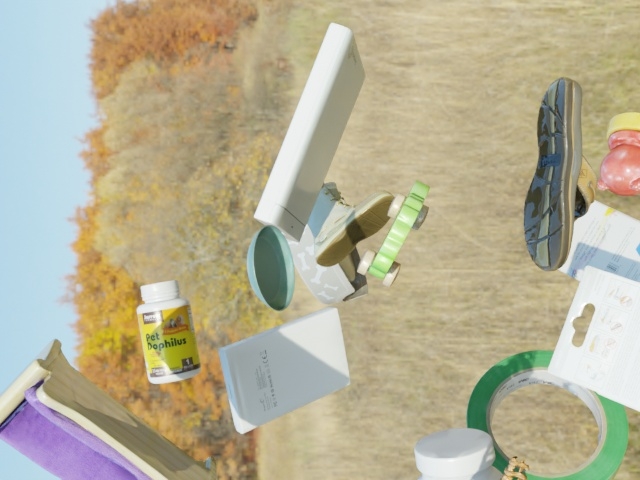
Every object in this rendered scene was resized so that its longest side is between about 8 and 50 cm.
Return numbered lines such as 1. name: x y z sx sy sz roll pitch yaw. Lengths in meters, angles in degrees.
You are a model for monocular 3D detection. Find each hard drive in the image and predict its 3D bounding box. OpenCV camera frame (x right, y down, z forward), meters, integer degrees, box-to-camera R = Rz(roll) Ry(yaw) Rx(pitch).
1. hard drive: -0.076 0.297 1.707 0.040 0.308 0.203 8 112 55
2. hard drive: -0.011 -0.180 1.318 0.233 0.047 0.353 41 -110 -78

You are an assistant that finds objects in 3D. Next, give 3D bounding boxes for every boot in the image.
1. boot: 0.051 -0.068 1.498 0.213 0.077 0.165 -42 45 25

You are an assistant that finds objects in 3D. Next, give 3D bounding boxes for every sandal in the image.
1. sandal: 0.279 -0.072 0.827 0.090 0.060 0.219 -156 69 -78

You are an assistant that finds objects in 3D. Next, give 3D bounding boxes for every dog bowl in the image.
1. dog bowl: 0.000 0.000 1.794 0.348 0.102 0.348 60 -168 -23

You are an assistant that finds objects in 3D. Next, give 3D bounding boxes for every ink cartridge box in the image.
1. ink cartridge box: 0.634 0.029 1.591 0.233 0.168 0.171 35 101 37
2. ink cartridge box: 0.497 0.162 1.121 0.066 0.232 0.189 13 -83 -60

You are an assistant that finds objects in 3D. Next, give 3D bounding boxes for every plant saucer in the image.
1. plant saucer: -0.071 0.039 1.001 0.119 0.021 0.119 -9 -90 -66

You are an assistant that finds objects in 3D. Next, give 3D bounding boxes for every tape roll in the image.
1. tape roll: 0.473 0.392 1.538 0.077 0.321 0.321 70 -166 -53

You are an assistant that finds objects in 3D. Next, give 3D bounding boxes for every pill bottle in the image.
1. pill bottle: -0.336 0.199 1.608 0.117 0.117 0.214 150 109 -84
2. pill bottle: 0.232 0.450 1.174 0.153 0.153 0.264 -135 35 -83

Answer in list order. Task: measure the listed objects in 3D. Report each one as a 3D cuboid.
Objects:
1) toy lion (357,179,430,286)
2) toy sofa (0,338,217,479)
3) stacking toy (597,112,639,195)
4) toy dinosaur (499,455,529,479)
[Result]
1. toy lion: 0.066 -0.010 0.604 0.100 0.034 0.096 -60 -5 -24
2. toy sofa: -0.330 0.333 1.107 0.150 0.362 0.177 -46 18 4
3. stacking toy: 0.664 -0.108 1.263 0.309 0.280 0.130 -6 54 62
4. toy dinosaur: 0.207 0.421 0.823 0.164 0.218 0.321 39 113 47
